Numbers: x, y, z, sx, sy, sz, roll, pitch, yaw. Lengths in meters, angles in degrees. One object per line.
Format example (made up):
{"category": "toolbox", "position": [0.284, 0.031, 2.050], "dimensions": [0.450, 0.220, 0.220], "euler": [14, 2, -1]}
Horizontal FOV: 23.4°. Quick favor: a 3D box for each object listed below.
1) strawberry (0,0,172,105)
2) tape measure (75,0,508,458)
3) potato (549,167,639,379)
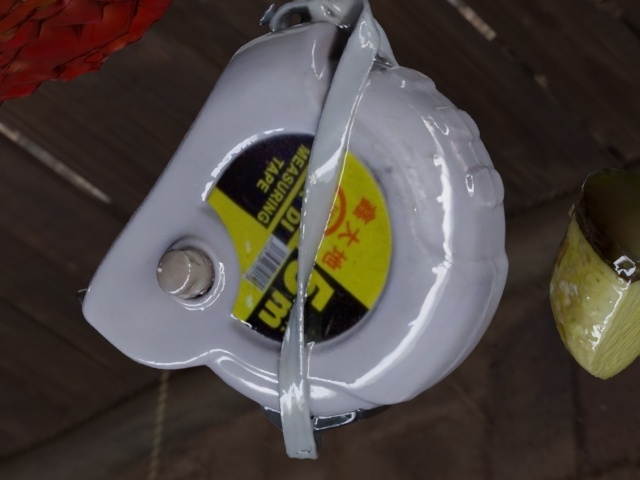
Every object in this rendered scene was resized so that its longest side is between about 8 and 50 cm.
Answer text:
{"category": "strawberry", "position": [-0.127, -0.112, 0.388], "dimensions": [0.261, 0.261, 0.258], "euler": [-21, 67, 40]}
{"category": "tape measure", "position": [0.000, 0.000, 0.823], "dimensions": [0.197, 0.120, 0.236], "euler": [41, 111, 19]}
{"category": "potato", "position": [0.153, 0.021, 0.829], "dimensions": [0.066, 0.096, 0.103], "euler": [44, 128, 27]}
